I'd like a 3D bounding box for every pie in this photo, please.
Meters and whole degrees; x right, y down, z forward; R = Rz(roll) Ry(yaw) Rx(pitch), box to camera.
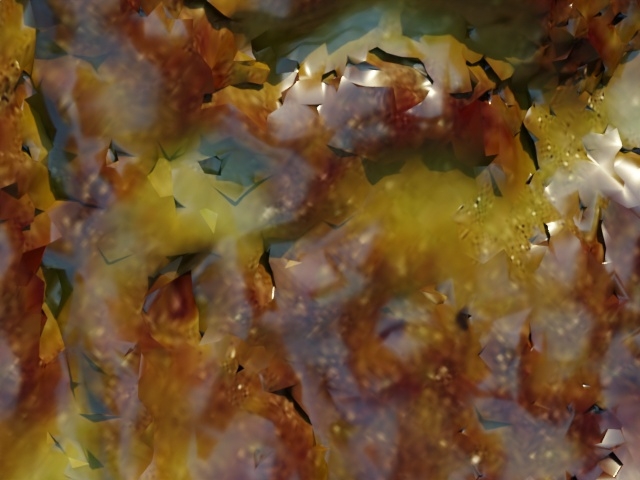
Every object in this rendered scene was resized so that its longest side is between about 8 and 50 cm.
[{"bbox_3d":[0.000,0.000,0.392,0.355,0.288,0.103,-51,20,-6],"label":"pie"}]
